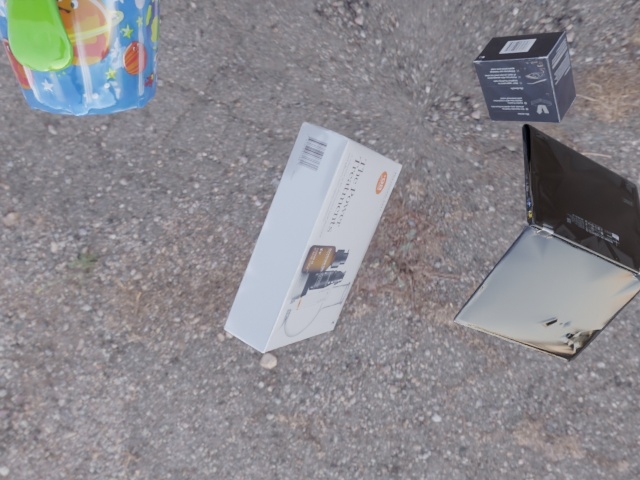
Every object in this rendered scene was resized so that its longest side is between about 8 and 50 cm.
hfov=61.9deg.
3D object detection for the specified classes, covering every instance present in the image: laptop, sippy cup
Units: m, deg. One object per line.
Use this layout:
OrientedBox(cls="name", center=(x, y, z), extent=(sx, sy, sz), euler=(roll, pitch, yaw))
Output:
OrientedBox(cls="laptop", center=(0.530, 0.019, 1.228), extent=(0.382, 0.407, 0.236), euler=(21, 150, -23))
OrientedBox(cls="sippy cup", center=(-0.305, -0.285, 0.678), extent=(0.240, 0.305, 0.223), euler=(16, 122, 23))

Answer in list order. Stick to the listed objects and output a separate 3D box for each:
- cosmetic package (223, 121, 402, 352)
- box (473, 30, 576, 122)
OrientedBox(cls="cosmetic package", center=(0.000, 0.000, 0.982), extent=(0.098, 0.284, 0.376), euler=(26, 100, 21))
OrientedBox(cls="box", center=(0.423, -0.333, 1.102), extent=(0.156, 0.093, 0.158), euler=(15, 147, 43))
